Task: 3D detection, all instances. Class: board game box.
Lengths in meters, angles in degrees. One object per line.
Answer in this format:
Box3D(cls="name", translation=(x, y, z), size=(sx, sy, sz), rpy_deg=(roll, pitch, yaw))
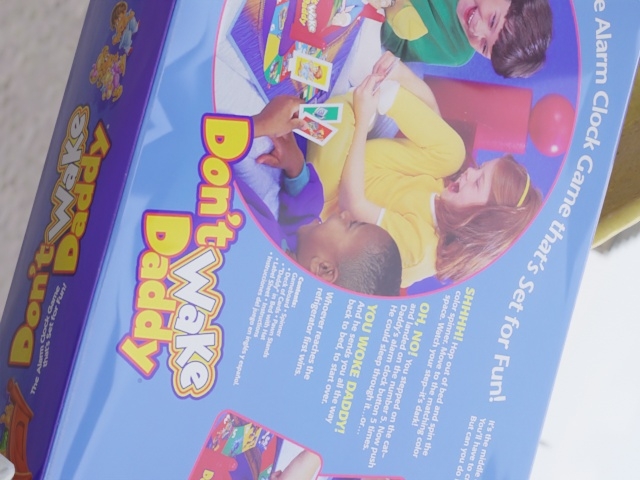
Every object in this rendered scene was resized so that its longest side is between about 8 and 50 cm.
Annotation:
Box3D(cls="board game box", translation=(0.000, 0.000, 0.794), size=(0.078, 0.233, 0.347), rpy_deg=(11, -95, 57))

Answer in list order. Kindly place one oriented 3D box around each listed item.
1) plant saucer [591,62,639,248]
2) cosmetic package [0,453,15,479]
Box3D(cls="plant saucer", translation=(0.163, -0.205, 0.958), size=(0.333, 0.332, 0.081), rpy_deg=(-33, 178, 29))
Box3D(cls="cosmetic package", translation=(-0.265, 0.169, 0.701), size=(0.309, 0.160, 0.113), rpy_deg=(-57, 173, 20))
